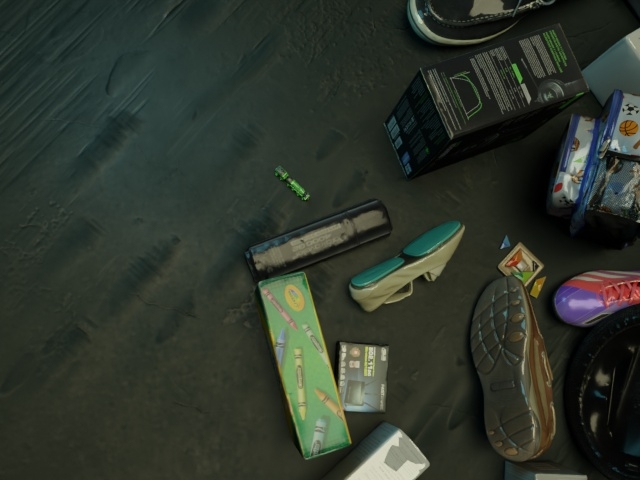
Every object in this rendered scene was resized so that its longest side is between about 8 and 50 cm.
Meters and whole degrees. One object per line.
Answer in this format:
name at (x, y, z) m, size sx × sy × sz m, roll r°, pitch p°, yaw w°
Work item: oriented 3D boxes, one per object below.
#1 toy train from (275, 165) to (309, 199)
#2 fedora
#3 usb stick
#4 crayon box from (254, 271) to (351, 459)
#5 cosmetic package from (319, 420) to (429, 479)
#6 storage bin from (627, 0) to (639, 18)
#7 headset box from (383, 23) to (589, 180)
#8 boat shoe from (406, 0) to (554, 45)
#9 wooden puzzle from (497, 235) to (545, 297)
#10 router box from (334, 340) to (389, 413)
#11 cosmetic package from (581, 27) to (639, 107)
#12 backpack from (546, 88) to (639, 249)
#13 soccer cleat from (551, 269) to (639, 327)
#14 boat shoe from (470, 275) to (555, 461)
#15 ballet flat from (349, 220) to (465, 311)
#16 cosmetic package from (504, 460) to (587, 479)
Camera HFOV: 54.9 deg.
toy train at (-0.052, -0.106, 1.140) m, size 0.083 × 0.024 × 0.017 m, roll 43°, pitch 78°, yaw 1°
fedora at (0.603, 0.276, 1.079) m, size 0.152 × 0.334 × 0.334 m, roll 13°, pitch 77°, yaw -40°
usb stick at (0.000, 0.000, 1.120) m, size 0.278 × 0.045 × 0.077 m, roll -21°, pitch 91°, yaw -11°
crayon box at (-0.036, 0.201, 1.020) m, size 0.081 × 0.165 × 0.279 m, roll -14°, pitch 83°, yaw -10°
cosmetic package at (0.061, 0.412, 1.025) m, size 0.231 × 0.117 × 0.085 m, roll -41°, pitch 87°, yaw -11°
storage bin at (0.690, -0.513, 1.261) m, size 0.098 × 0.135 × 0.091 m, roll -33°, pitch 93°, yaw -13°
headset box at (0.289, -0.240, 1.099) m, size 0.283 × 0.246 × 0.131 m, roll -21°, pitch 84°, yaw -12°
boat shoe at (0.401, -0.529, 1.210) m, size 0.500 × 0.156 × 0.187 m, roll -21°, pitch 86°, yaw -10°
wooden puzzle at (0.387, 0.050, 1.183) m, size 0.116 × 0.014 × 0.079 m, roll 38°, pitch 78°, yaw 0°
router box at (0.072, 0.243, 1.093) m, size 0.092 × 0.038 × 0.123 m, roll 5°, pitch 80°, yaw -8°
cosmetic package at (0.758, -0.229, 1.207) m, size 0.230 × 0.161 × 0.453 m, roll -33°, pitch 86°, yaw -12°
backpack at (0.529, -0.132, 1.108) m, size 0.213 × 0.276 × 0.263 m, roll 24°, pitch 89°, yaw 14°
soccer cleat at (0.594, 0.100, 1.151) m, size 0.318 × 0.116 × 0.109 m, roll -4°, pitch 81°, yaw -9°
boat shoe at (0.353, 0.227, 1.110) m, size 0.116 × 0.123 × 0.325 m, roll 18°, pitch 66°, yaw -39°
ballet flat at (0.166, 0.053, 1.126) m, size 0.248 × 0.086 × 0.086 m, roll -29°, pitch 86°, yaw -10°
cosmetic package at (0.379, 0.509, 1.050) m, size 0.107 × 0.127 × 0.238 m, roll 4°, pitch 82°, yaw -8°
